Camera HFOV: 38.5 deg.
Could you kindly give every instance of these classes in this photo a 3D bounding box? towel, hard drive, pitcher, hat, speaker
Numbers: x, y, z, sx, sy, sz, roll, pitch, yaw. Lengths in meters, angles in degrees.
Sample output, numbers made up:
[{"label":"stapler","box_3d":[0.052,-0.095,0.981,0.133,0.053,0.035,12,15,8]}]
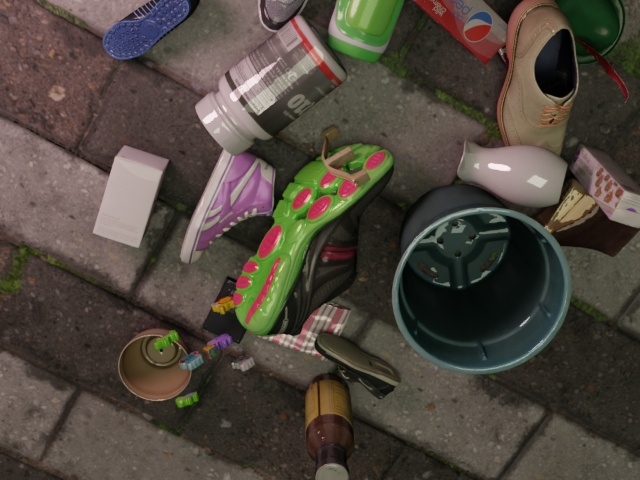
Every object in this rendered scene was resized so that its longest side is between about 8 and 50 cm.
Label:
[{"label":"towel","box_3d":[-0.045,0.187,2.088,0.197,0.029,0.144,21,108,-8]},{"label":"hard drive","box_3d":[-0.198,0.160,2.080,0.094,0.022,0.135,25,107,-10]},{"label":"pitcher","box_3d":[0.396,-0.136,1.890,0.207,0.178,0.126,14,89,14]},{"label":"hat","box_3d":[0.551,-0.416,1.806,0.208,0.183,0.173,34,105,-12]},{"label":"speaker","box_3d":[0.112,-0.508,1.800,0.131,0.131,0.297,19,108,-7]}]

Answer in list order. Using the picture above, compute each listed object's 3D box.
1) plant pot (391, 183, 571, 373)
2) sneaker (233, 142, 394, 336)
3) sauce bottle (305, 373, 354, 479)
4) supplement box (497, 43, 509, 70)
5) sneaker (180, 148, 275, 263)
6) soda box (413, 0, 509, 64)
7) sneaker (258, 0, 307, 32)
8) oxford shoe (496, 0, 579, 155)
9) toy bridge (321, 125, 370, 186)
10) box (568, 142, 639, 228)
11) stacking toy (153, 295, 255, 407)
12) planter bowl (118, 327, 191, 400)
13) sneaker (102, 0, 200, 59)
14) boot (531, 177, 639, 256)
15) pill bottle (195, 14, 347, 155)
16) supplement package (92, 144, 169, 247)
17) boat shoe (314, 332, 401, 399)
[{"label":"plant pot","box_3d":[0.302,0.045,1.883,0.341,0.334,0.341,0,110,-1]},{"label":"sneaker","box_3d":[0.000,0.000,1.971,0.202,0.185,0.483,28,102,-45]},{"label":"sauce bottle","box_3d":[0.018,0.419,2.004,0.111,0.344,0.111,0,111,1]},{"label":"supplement box","box_3d":[0.397,-0.386,1.888,0.055,0.043,0.083,-35,106,11]},{"label":"sneaker","box_3d":[-0.189,-0.051,1.969,0.161,0.102,0.282,25,107,-12]},{"label":"soda box","box_3d":[0.262,-0.456,1.782,0.263,0.083,0.092,29,110,-41]},{"label":"sneaker","box_3d":[-0.051,-0.527,1.775,0.101,0.153,0.269,24,107,-8]},{"label":"oxford shoe","box_3d":[0.443,-0.279,1.841,0.140,0.146,0.397,-15,126,-4]},{"label":"toy bridge","box_3d":[0.040,-0.166,1.886,0.063,0.188,0.026,-29,135,0]},{"label":"box","box_3d":[0.575,-0.115,1.836,0.067,0.324,0.063,18,111,-8]},{"label":"stacking toy","box_3d":[-0.254,0.243,2.009,0.221,0.052,0.167,-30,114,-34]},{"label":"planter bowl","box_3d":[-0.366,0.264,2.068,0.162,0.109,0.162,0,109,-1]},{"label":"sneaker","box_3d":[-0.335,-0.441,1.847,0.232,0.090,0.081,-21,111,29]},{"label":"boot","box_3d":[0.562,-0.003,2.001,0.206,0.090,0.248,27,117,-18]},{"label":"pill bottle","box_3d":[-0.101,-0.306,1.847,0.283,0.161,0.161,-37,106,12]},{"label":"supplement package","box_3d":[-0.401,-0.095,1.946,0.105,0.105,0.179,19,109,-7]},{"label":"boat shoe","box_3d":[0.074,0.291,2.092,0.233,0.084,0.079,32,116,-22]}]
